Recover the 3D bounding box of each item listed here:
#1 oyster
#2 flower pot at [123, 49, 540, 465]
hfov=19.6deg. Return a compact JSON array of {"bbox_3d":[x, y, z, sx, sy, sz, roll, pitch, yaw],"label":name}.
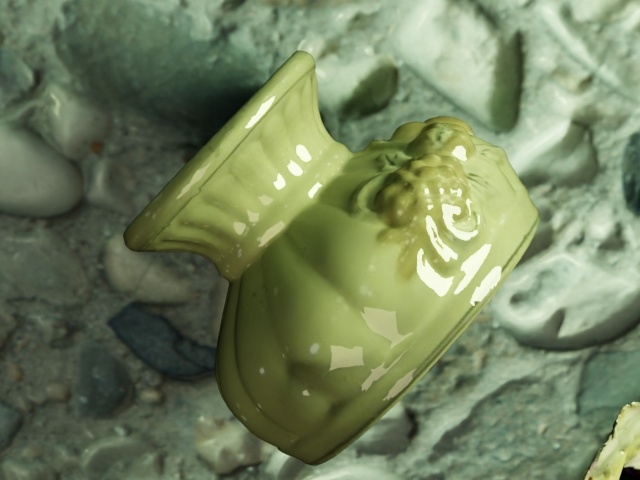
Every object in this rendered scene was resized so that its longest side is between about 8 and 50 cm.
[{"bbox_3d":[0.319,0.201,1.709,0.133,0.072,0.209,28,105,-4],"label":"oyster"},{"bbox_3d":[0.000,0.000,1.484,0.244,0.307,0.307,42,122,-4],"label":"flower pot"}]
